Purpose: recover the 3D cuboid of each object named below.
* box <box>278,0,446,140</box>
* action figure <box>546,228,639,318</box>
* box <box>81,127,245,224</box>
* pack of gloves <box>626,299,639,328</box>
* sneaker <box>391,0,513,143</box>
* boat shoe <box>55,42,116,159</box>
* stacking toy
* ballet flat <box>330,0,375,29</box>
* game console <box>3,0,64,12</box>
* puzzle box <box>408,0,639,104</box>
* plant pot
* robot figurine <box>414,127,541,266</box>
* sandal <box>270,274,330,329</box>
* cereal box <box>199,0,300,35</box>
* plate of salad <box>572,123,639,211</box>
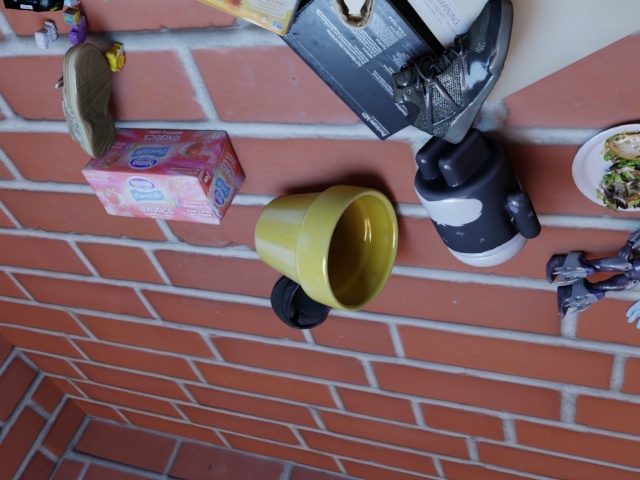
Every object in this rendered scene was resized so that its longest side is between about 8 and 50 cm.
[{"bbox_3d":[0.089,-0.309,1.014,0.261,0.103,0.184,41,135,-24],"label":"box"},{"bbox_3d":[0.592,0.063,1.225,0.285,0.099,0.185,-18,111,35],"label":"action figure"},{"bbox_3d":[-0.343,-0.144,1.405,0.300,0.154,0.142,6,141,22],"label":"box"},{"bbox_3d":[0.763,0.158,1.302,0.195,0.046,0.232,24,144,0],"label":"pack of gloves"},{"bbox_3d":[0.181,-0.245,0.906,0.130,0.087,0.227,13,139,-9],"label":"sneaker"},{"bbox_3d":[-0.477,-0.277,1.267,0.089,0.104,0.285,29,143,8],"label":"boat shoe"},{"bbox_3d":[-0.459,-0.432,1.194,0.167,0.052,0.221,18,142,3],"label":"stacking toy"},{"bbox_3d":[0.051,-0.381,0.804,0.086,0.086,0.248,14,141,11],"label":"ballet flat"},{"bbox_3d":[-0.596,-0.524,1.115,0.362,0.044,0.213,16,124,26],"label":"game console"},{"bbox_3d":[0.236,-0.390,0.840,0.272,0.052,0.409,-23,128,37],"label":"puzzle box"},{"bbox_3d":[0.000,0.000,1.355,0.239,0.254,0.254,14,146,39],"label":"plant pot"},{"bbox_3d":[0.278,-0.078,1.155,0.174,0.209,0.278,-23,127,17],"label":"robot figurine"},{"bbox_3d":[-0.025,0.141,1.636,0.168,0.107,0.445,29,143,-8],"label":"sandal"},{"bbox_3d":[-0.086,-0.438,0.902,0.173,0.047,0.240,22,115,0],"label":"cereal box"},{"bbox_3d":[0.532,-0.112,1.079,0.200,0.048,0.199,14,143,11],"label":"plate of salad"}]
